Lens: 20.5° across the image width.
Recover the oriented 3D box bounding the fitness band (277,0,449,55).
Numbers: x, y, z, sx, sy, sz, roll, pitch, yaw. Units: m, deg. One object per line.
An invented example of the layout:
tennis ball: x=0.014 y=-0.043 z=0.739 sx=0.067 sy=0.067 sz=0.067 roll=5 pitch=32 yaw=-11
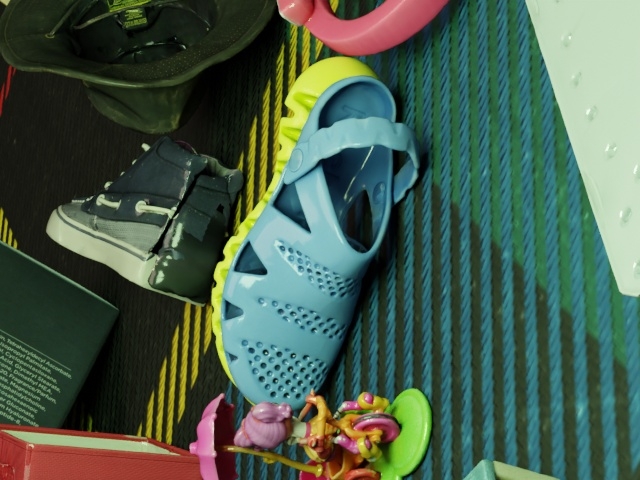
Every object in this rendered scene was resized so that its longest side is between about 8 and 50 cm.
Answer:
fitness band: x=0.048 y=-0.294 z=1.581 sx=0.209 sy=0.054 sz=0.291 roll=-31 pitch=48 yaw=26

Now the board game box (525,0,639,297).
board game box: x=0.275 y=-0.220 z=1.139 sx=0.390 sy=0.050 sz=0.390 roll=-55 pitch=32 yaw=39

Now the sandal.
sandal: x=0.000 y=0.000 z=1.527 sx=0.138 sy=0.126 sz=0.317 roll=24 pitch=101 yaw=61

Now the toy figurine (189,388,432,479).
toy figurine: x=-0.020 y=0.166 z=1.430 sx=0.173 sy=0.159 sz=0.130 roll=-48 pitch=37 yaw=45

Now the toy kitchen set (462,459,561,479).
toy kitchen set: x=0.150 y=0.177 z=1.108 sx=0.207 sy=0.122 sz=0.166 roll=-51 pitch=35 yaw=43

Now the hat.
hat: x=-0.193 y=-0.197 z=1.920 sx=0.331 sy=0.331 sz=0.134 roll=-120 pitch=20 yaw=-56

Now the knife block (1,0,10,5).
knife block: x=-0.258 y=-0.337 z=2.147 sx=0.242 sy=0.088 sz=0.276 roll=-52 pitch=49 yaw=-2

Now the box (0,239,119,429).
box: x=-0.438 y=0.237 z=2.058 sx=0.293 sy=0.212 sz=0.395 roll=-53 pitch=10 yaw=41

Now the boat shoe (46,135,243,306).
boat shoe: x=-0.189 y=-0.039 z=1.963 sx=0.340 sy=0.127 sz=0.158 roll=21 pitch=90 yaw=57

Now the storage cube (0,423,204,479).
storage cube: x=-0.243 y=0.293 z=1.778 sx=0.184 sy=0.215 sz=0.193 roll=2 pitch=86 yaw=64
